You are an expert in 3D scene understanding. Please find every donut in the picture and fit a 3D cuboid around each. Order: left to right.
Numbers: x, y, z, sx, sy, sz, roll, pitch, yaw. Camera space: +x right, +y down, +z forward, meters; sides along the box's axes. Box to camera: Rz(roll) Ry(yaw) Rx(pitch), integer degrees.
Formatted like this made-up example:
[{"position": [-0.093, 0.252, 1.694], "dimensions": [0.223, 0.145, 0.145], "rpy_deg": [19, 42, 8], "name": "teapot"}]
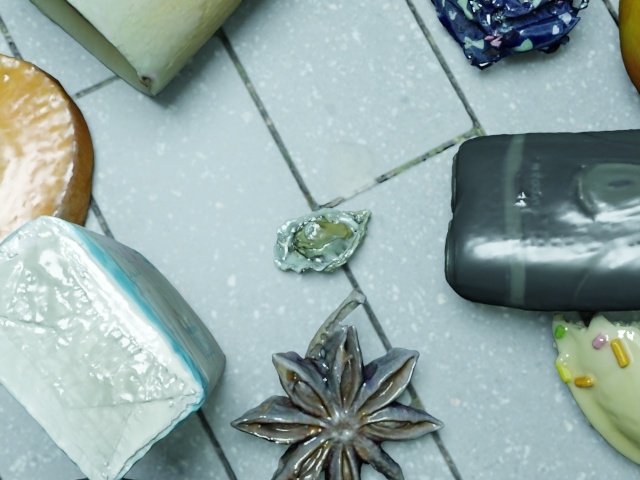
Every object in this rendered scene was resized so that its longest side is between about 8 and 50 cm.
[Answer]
[{"position": [0.460, 0.104, 0.711], "dimensions": [0.371, 0.150, 0.307], "rpy_deg": [-41, 89, -7], "name": "donut"}]

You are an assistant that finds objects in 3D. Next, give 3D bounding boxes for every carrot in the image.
[{"position": [-0.383, -0.060, 0.697], "dimensions": [0.258, 0.100, 0.307], "rpy_deg": [34, 81, -3], "name": "carrot"}]

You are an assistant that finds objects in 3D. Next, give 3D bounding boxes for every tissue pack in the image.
[{"position": [-0.188, 0.092, 0.606], "dimensions": [0.124, 0.271, 0.201], "rpy_deg": [-38, 88, -7], "name": "tissue pack"}]

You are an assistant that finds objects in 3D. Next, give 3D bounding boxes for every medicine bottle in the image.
[{"position": [-0.127, -0.373, 0.674], "dimensions": [0.236, 0.236, 0.406], "rpy_deg": [40, 83, 1], "name": "medicine bottle"}]

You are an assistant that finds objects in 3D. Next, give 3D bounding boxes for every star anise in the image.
[{"position": [0.020, 0.178, 0.708], "dimensions": [0.230, 0.081, 0.262], "rpy_deg": [1, 95, -4], "name": "star anise"}]

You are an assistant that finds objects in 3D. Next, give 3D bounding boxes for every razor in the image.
[{"position": [0.296, -0.025, 0.660], "dimensions": [0.349, 0.113, 0.204], "rpy_deg": [0, 58, 23], "name": "razor"}]

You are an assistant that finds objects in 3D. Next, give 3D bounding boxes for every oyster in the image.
[{"position": [0.000, -0.001, 0.754], "dimensions": [0.100, 0.037, 0.098], "rpy_deg": [11, 64, 17], "name": "oyster"}]

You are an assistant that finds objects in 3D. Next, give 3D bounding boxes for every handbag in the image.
[{"position": [0.196, -0.333, 0.757], "dimensions": [0.162, 0.113, 0.260], "rpy_deg": [-22, 79, -12], "name": "handbag"}]

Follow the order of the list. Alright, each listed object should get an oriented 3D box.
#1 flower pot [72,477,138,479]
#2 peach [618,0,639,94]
[{"position": [-0.193, 0.346, 0.636], "dimensions": [0.269, 0.166, 0.268], "rpy_deg": [0, 86, -1], "name": "flower pot"}, {"position": [0.468, -0.252, 0.663], "dimensions": [0.308, 0.332, 0.307], "rpy_deg": [1, 74, -2], "name": "peach"}]
